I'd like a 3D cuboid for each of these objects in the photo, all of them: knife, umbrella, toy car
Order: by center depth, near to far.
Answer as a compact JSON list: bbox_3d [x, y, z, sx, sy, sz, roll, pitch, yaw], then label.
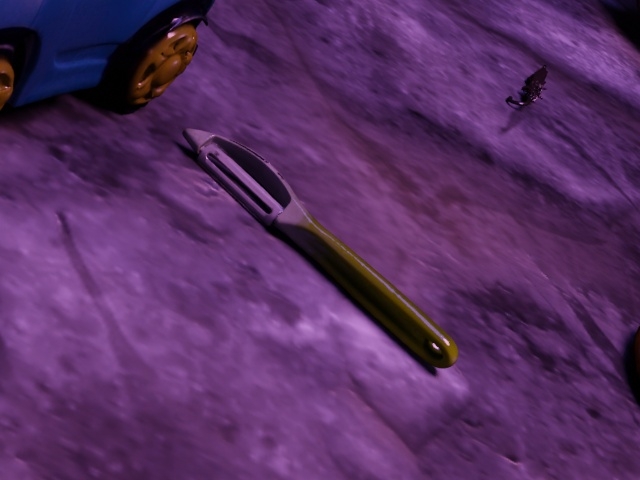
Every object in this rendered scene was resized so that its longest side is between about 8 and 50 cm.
[{"bbox_3d":[-0.153,-0.163,0.699,0.198,0.166,0.314,44,27,11],"label":"toy car"},{"bbox_3d":[0.000,0.000,0.755,0.184,0.022,0.026,42,54,15],"label":"knife"},{"bbox_3d":[0.165,-0.118,1.151,0.022,0.013,0.122,18,24,14],"label":"umbrella"}]

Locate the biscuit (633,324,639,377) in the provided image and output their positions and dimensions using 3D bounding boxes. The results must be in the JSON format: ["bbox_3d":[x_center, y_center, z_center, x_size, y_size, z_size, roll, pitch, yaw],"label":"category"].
[{"bbox_3d":[0.257,0.107,0.866,0.187,0.027,0.188,26,29,-16],"label":"biscuit"}]

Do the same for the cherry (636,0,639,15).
[{"bbox_3d":[0.407,-0.240,1.418,0.230,0.203,0.300,19,22,-15],"label":"cherry"}]
